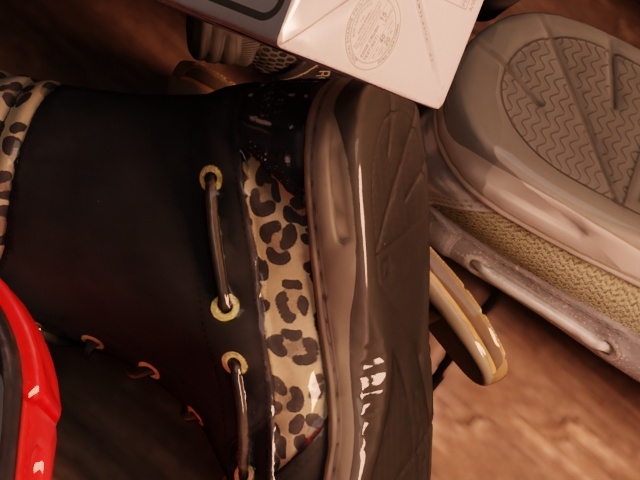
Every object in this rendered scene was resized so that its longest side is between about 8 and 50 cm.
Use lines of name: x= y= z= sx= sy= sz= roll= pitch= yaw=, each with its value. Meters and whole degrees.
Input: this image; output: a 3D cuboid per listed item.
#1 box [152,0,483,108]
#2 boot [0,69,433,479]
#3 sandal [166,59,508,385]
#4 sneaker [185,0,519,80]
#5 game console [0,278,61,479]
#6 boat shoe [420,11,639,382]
box: x=-0.057 y=-0.172 z=0.669 sx=0.290 sy=0.087 sz=0.169 roll=28 pitch=99 yaw=40
boot: x=-0.052 y=0.048 z=0.713 sx=0.179 sy=0.085 sz=0.236 roll=7 pitch=106 yaw=22
sandal: x=0.000 y=0.000 z=0.752 sx=0.180 sy=0.072 sz=0.049 roll=41 pitch=84 yaw=5
sneaker: x=0.033 y=-0.167 z=0.740 sx=0.130 sy=0.087 sz=0.227 roll=13 pitch=88 yaw=-11
game console: x=-0.267 y=0.170 z=0.604 sx=0.342 sy=0.060 sz=0.386 roll=4 pitch=72 yaw=-3
boat shoe: x=0.175 y=0.030 z=0.769 sx=0.320 sy=0.103 sz=0.118 roll=30 pitch=55 yaw=-6
